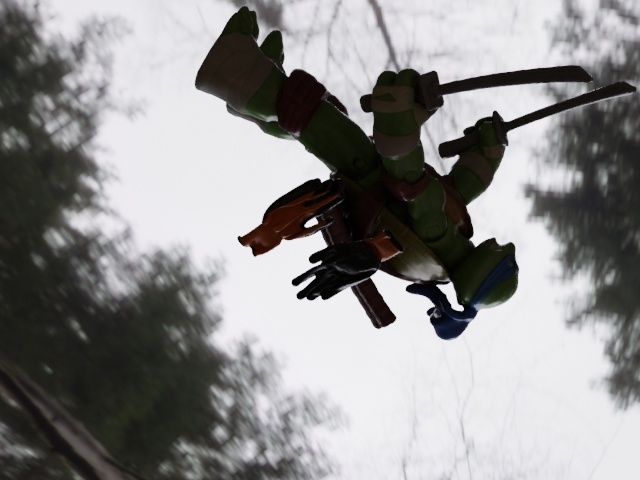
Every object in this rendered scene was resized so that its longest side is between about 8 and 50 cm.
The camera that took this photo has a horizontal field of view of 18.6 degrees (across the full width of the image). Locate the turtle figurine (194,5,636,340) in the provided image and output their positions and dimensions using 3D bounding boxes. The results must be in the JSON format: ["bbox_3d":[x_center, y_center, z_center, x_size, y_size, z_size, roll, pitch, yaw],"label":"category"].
[{"bbox_3d":[0.066,-0.095,1.399,0.266,0.198,0.275,33,-56,14],"label":"turtle figurine"}]

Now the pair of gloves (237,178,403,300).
[{"bbox_3d":[0.000,0.000,1.177,0.074,0.083,0.010,-33,-145,19],"label":"pair of gloves"}]
